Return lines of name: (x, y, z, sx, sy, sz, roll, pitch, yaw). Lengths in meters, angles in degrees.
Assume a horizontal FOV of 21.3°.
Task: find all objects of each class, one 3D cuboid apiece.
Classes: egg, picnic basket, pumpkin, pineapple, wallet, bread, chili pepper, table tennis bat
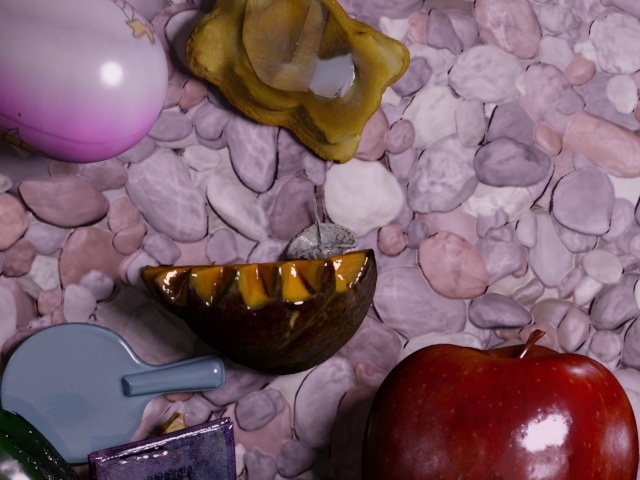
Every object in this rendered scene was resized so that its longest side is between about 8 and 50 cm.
egg: (-0.290, -0.192, 1.776, 0.271, 0.196, 0.196, 35, 82, 6)
picnic basket: (0.000, 0.000, 1.876, 0.083, 0.065, 0.083, -12, 115, 7)
pumpkin: (-0.066, 0.089, 1.809, 0.254, 0.130, 0.149, -3, 102, 6)
pineapple: (-0.167, 0.222, 1.846, 0.045, 0.019, 0.083, 37, 97, -30)
wallet: (-0.166, 0.258, 1.823, 0.165, 0.030, 0.111, -13, 114, -25)
bread: (-0.023, -0.202, 1.871, 0.233, 0.088, 0.161, 29, 78, -9)
chili pepper: (-0.314, 0.299, 1.763, 0.174, 0.165, 0.261, -44, 103, -19)
table tennis bat: (-0.224, 0.159, 1.844, 0.244, 0.040, 0.153, -9, 93, -6)

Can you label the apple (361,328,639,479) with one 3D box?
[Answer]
apple: (0.182, 0.247, 1.788, 0.288, 0.288, 0.317, 11, 93, -8)
